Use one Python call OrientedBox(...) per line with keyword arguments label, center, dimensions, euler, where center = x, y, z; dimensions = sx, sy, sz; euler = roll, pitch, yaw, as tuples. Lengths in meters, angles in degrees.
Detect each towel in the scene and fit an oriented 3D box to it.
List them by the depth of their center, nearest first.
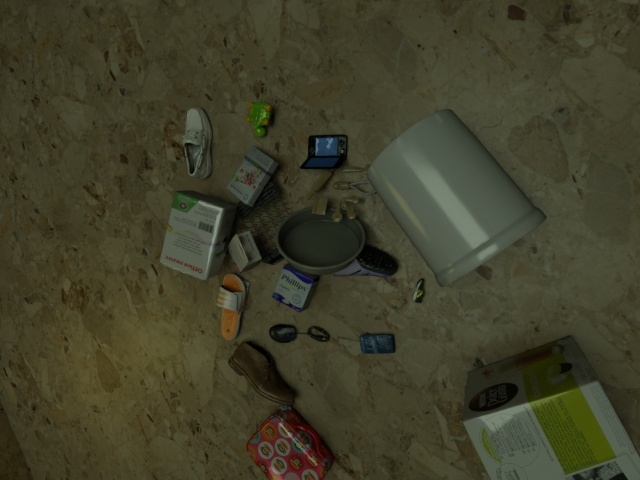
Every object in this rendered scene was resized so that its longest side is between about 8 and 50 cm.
OrientedBox(label="towel", center=(0.195, 0.355, 1.438), dimensions=(0.119, 0.029, 0.067), euler=(-7, 93, 22))

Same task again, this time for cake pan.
OrientedBox(label="cake pan", center=(0.000, 0.000, 1.377), dimensions=(0.293, 0.293, 0.054), euler=(20, 138, 19))

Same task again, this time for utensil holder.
OrientedBox(label="utensil holder", center=(0.358, -0.118, 1.174), dimensions=(0.327, 0.327, 0.386), euler=(-39, 79, 20))

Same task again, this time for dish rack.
OrientedBox(label="dish rack", center=(-0.183, -0.067, 1.536), dimensions=(0.208, 0.074, 0.272), euler=(-33, 80, 20))

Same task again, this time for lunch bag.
OrientedBox(label="lunch bag", center=(-0.105, 0.773, 1.548), dimensions=(0.293, 0.120, 0.258), euler=(45, 108, 13))

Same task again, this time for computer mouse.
OrientedBox(label="computer mouse", center=(-0.085, 0.348, 1.546), dimensions=(0.242, 0.041, 0.071), euler=(-3, 93, 22))

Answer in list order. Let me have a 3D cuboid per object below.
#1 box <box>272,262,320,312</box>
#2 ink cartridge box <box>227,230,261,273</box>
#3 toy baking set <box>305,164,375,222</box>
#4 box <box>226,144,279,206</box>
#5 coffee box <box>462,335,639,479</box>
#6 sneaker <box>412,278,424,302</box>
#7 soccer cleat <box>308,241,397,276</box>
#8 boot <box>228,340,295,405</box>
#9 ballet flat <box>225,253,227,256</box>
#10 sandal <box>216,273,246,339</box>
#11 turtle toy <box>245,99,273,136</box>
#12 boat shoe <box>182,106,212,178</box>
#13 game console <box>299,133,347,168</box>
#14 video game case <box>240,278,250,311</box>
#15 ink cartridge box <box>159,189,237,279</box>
OrientedBox(label="box", center=(-0.089, 0.167, 1.515), dimensions=(0.126, 0.072, 0.137), euler=(25, 103, 18))
OrientedBox(label="ink cartridge box", center=(-0.274, 0.040, 1.521), dimensions=(0.115, 0.067, 0.198), euler=(65, 156, 5))
OrientedBox(label="toy baking set", center=(0.076, -0.173, 1.424), dimensions=(0.196, 0.030, 0.256), euler=(35, 87, 18))
OrientedBox(label="box", center=(-0.249, -0.235, 1.524), dimensions=(0.145, 0.038, 0.186), euler=(39, 100, 36))
OrientedBox(label="coffee box", center=(0.610, 0.511, 1.116), dimensions=(0.334, 0.337, 0.338), euler=(-29, 84, 22))
OrientedBox(label="sneaker", center=(0.326, 0.166, 1.372), dimensions=(0.035, 0.031, 0.083), euler=(17, 105, 6))
OrientedBox(label="soccer cleat", center=(0.102, 0.077, 1.427), dimensions=(0.318, 0.109, 0.117), euler=(13, 127, 14))
OrientedBox(label="boot", center=(-0.207, 0.498, 1.580), dimensions=(0.305, 0.112, 0.115), euler=(33, 95, 19))
OrientedBox(label="ballet flat", center=(-0.414, -0.035, 1.638), dimensions=(0.077, 0.077, 0.231), euler=(-12, 93, 1))
OrientedBox(label="sandal", center=(-0.352, 0.263, 1.614), dimensions=(0.101, 0.076, 0.266), euler=(8, 97, 21))
OrientedBox(label="turtle toy", center=(-0.216, -0.440, 1.517), dimensions=(0.095, 0.066, 0.130), euler=(16, 101, 20))
OrientedBox(label="boat shoe", center=(-0.480, -0.379, 1.613), dimensions=(0.098, 0.096, 0.277), euler=(-6, 92, 23))
OrientedBox(label="game console", center=(0.010, -0.302, 1.427), dimensions=(0.143, 0.085, 0.124), euler=(4, 96, 21))
OrientedBox(label="video game case", center=(-0.327, 0.210, 1.648), dimensions=(0.087, 0.011, 0.122), euler=(17, 101, 21))
OrientedBox(label="ink cartridge box", center=(-0.448, -0.022, 1.543), dimensions=(0.201, 0.117, 0.278), euler=(19, 102, 11))
